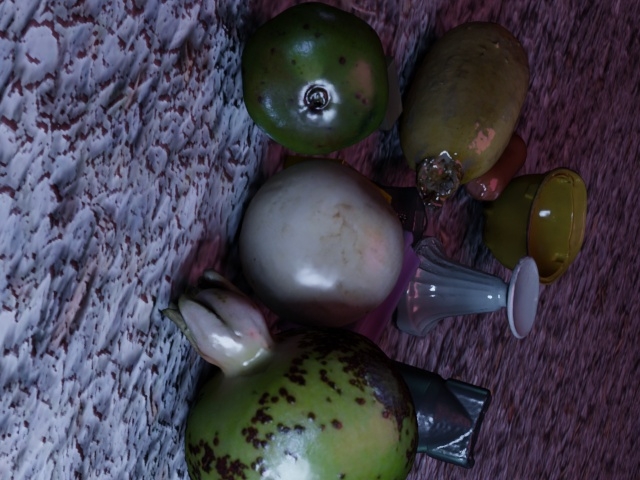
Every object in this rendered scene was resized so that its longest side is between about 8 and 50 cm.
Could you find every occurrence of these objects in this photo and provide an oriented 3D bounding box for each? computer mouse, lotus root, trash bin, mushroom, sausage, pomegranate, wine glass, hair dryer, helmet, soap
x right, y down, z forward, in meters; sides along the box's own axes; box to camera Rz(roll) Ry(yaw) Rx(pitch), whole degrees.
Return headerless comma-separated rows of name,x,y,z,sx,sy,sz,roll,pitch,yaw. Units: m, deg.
computer mouse,0.092,-0.038,1.916,0.172,0.057,0.099,12,86,-50
lotus root,0.209,-0.192,1.970,0.151,0.169,0.342,100,12,-54
trash bin,0.084,-0.209,1.880,0.061,0.043,0.092,-58,146,-38
mushroom,-0.010,0.000,1.636,0.206,0.209,0.206,-10,109,-31
sausage,0.299,-0.128,2.255,0.194,0.077,0.077,-45,134,-50
pomegranate,-0.006,-0.202,1.599,0.225,0.187,0.187,-83,170,-71
wine glass,0.228,0.080,2.043,0.165,0.196,0.165,-26,120,-59
hair dryer,0.119,0.252,1.856,0.302,0.244,0.116,61,48,-68
helmet,0.358,-0.034,2.311,0.257,0.140,0.205,-19,114,-58
pomegranate,-0.051,0.181,1.526,0.340,0.285,0.285,58,40,-11
soap,0.043,0.069,1.776,0.203,0.122,0.065,-60,142,-39

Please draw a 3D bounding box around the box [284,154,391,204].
box,0.025,-0.076,1.747,0.155,0.087,0.023,33,64,-59
